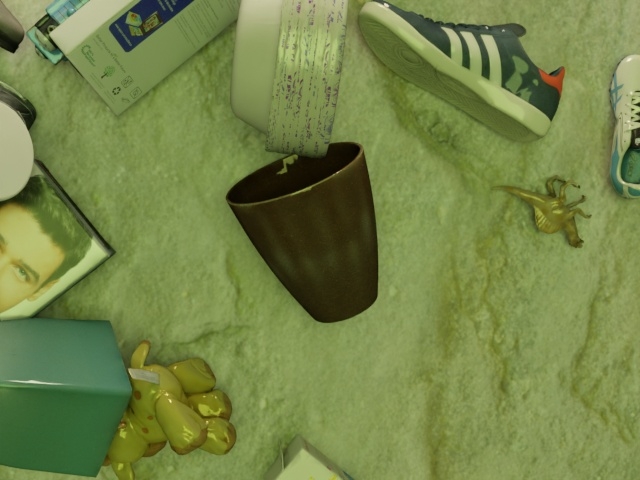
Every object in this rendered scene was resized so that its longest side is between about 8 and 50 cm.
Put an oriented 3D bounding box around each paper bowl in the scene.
[{"bbox_3d":[-0.046,-0.266,1.346,0.148,0.284,0.284,7,91,-2],"label":"paper bowl"}]

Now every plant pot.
[{"bbox_3d":[-0.415,0.211,1.309,0.234,0.165,0.165,10,119,-31],"label":"plant pot"},{"bbox_3d":[0.000,0.000,1.415,0.215,0.215,0.230,-23,108,-6],"label":"plant pot"}]

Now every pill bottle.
[{"bbox_3d":[-0.539,-0.106,1.282,0.283,0.160,0.160,-4,93,32],"label":"pill bottle"}]

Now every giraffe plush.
[{"bbox_3d":[-0.255,0.274,1.406,0.170,0.181,0.210,-43,128,19],"label":"giraffe plush"}]

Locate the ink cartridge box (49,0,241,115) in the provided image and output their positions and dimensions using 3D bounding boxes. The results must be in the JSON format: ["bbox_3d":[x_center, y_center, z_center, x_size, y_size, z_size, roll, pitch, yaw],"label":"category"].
[{"bbox_3d":[-0.220,-0.343,1.382,0.333,0.165,0.065,-39,61,-5],"label":"ink cartridge box"}]

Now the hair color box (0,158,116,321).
[{"bbox_3d":[-0.509,0.064,1.382,0.374,0.113,0.185,-39,96,-5],"label":"hair color box"}]

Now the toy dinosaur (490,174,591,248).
[{"bbox_3d":[0.375,-0.059,1.524,0.183,0.053,0.092,36,88,-7],"label":"toy dinosaur"}]

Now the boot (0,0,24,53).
[{"bbox_3d":[-0.499,-0.461,1.371,0.223,0.118,0.338,-43,101,-10],"label":"boot"}]

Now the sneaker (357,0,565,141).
[{"bbox_3d":[0.227,-0.299,1.469,0.350,0.131,0.148,31,81,-13],"label":"sneaker"}]

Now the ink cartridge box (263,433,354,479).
[{"bbox_3d":[-0.020,0.377,1.466,0.143,0.092,0.090,40,87,-6],"label":"ink cartridge box"}]

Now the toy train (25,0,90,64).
[{"bbox_3d":[-0.353,-0.339,1.393,0.184,0.105,0.080,-42,96,-5],"label":"toy train"}]

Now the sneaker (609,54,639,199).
[{"bbox_3d":[0.515,-0.185,1.523,0.085,0.086,0.237,1,90,-6],"label":"sneaker"}]

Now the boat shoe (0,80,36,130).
[{"bbox_3d":[-0.564,-0.232,1.374,0.301,0.102,0.108,23,127,-8],"label":"boat shoe"}]
